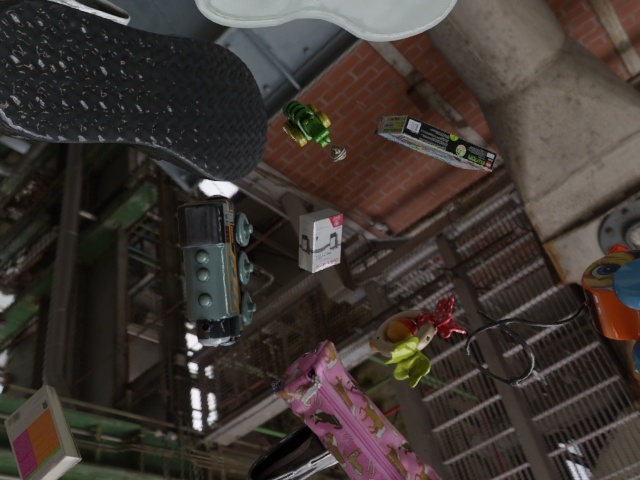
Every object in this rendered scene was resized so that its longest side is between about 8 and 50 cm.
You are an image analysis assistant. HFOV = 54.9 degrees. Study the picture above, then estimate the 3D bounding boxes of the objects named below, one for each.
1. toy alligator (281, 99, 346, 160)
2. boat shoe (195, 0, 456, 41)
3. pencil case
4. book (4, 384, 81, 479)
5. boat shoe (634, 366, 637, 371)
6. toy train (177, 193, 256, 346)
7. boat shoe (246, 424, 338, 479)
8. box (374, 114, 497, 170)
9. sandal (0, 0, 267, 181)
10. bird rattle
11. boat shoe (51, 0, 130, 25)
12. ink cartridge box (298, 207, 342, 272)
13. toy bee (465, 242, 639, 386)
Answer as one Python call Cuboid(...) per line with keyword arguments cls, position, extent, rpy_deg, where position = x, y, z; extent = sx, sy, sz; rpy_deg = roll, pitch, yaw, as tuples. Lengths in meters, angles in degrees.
Cuboid(cls="toy alligator", position=(-0.017, -0.172, 0.907), extent=(0.056, 0.051, 0.189), rpy_deg=(-39, -143, -2))
Cuboid(cls="boat shoe", position=(0.008, -0.274, 0.619), extent=(0.091, 0.302, 0.114), rpy_deg=(63, -38, 32))
Cuboid(cls="pencil case", position=(0.076, 0.387, 1.218), extent=(0.386, 0.167, 0.160), rpy_deg=(51, -57, 5))
Cuboid(cls="book", position=(-0.450, 0.318, 0.985), extent=(0.096, 0.035, 0.144), rpy_deg=(-41, -125, 3))
Cuboid(cls="boat shoe", position=(0.604, 0.179, 1.092), extent=(0.043, 0.049, 0.137), rpy_deg=(21, -80, 19))
Cuboid(cls="toy train", position=(-0.226, 0.063, 1.315), extent=(0.142, 0.190, 0.334), rpy_deg=(-3, -92, 9))
Cuboid(cls="boat shoe", position=(-0.027, 0.494, 1.468), extent=(0.335, 0.095, 0.112), rpy_deg=(-34, -132, -17))
Cuboid(cls="box", position=(0.218, -0.184, 1.167), extent=(0.114, 0.207, 0.036), rpy_deg=(24, -84, 67))
Cuboid(cls="sandal", position=(-0.209, -0.171, 0.720), extent=(0.107, 0.446, 0.167), rpy_deg=(12, -87, 28))
Cuboid(cls="bird rattle", position=(0.236, 0.234, 1.597), extent=(0.207, 0.143, 0.253), rpy_deg=(7, -129, 49))
Cuboid(cls="boat shoe", position=(-0.431, -0.416, 1.036), extent=(0.076, 0.226, 0.083), rpy_deg=(-37, -126, 30))
Cuboid(cls="ink cartridge box", position=(0.000, 0.000, 1.671), extent=(0.063, 0.109, 0.150), rpy_deg=(24, -59, 42))
Cuboid(cls="toy bee", position=(0.302, 0.039, 0.553), extent=(0.298, 0.195, 0.162), rpy_deg=(11, -149, 26))
